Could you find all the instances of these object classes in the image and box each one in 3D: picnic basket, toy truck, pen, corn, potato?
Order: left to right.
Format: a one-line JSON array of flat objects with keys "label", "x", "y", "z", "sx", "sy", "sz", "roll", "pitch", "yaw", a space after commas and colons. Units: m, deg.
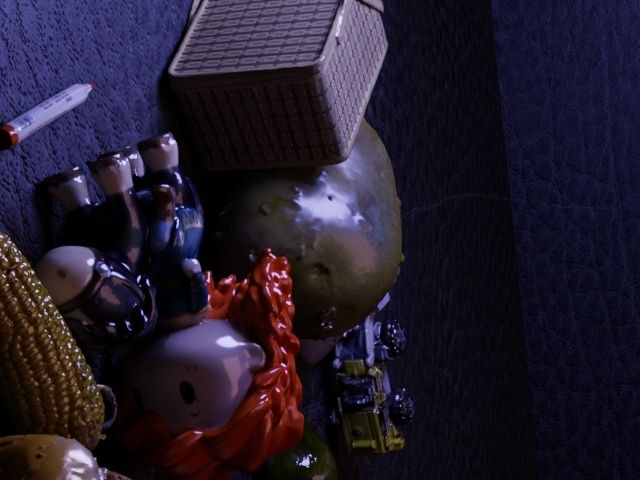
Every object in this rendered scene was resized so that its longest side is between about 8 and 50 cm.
[{"label": "corn", "x": -0.294, "y": 0.105, "z": 1.529, "sx": 0.106, "sy": 0.106, "sz": 0.293, "roll": -71, "pitch": 150, "yaw": -47}, {"label": "pen", "x": -0.299, "y": -0.142, "z": 1.678, "sx": 0.218, "sy": 0.026, "sz": 0.026, "roll": -50, "pitch": 132, "yaw": -63}, {"label": "picnic basket", "x": -0.054, "y": -0.260, "z": 2.077, "sx": 0.313, "sy": 0.228, "sz": 0.175, "roll": -71, "pitch": 151, "yaw": -46}, {"label": "potato", "x": -0.001, "y": -0.030, "z": 2.130, "sx": 0.269, "sy": 0.219, "sz": 0.359, "roll": 40, "pitch": 46, "yaw": -17}, {"label": "toy truck", "x": 0.067, "y": 0.201, "z": 2.425, "sx": 0.111, "sy": 0.136, "sz": 0.286, "roll": -27, "pitch": 109, "yaw": -64}]

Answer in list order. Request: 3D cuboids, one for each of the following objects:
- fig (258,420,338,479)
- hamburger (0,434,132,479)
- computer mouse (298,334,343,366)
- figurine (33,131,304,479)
[{"label": "fig", "x": -0.039, "y": 0.304, "z": 2.185, "sx": 0.117, "sy": 0.117, "sz": 0.177, "roll": 60, "pitch": 10, "yaw": -49}, {"label": "hamburger", "x": -0.273, "y": 0.288, "z": 1.388, "sx": 0.163, "sy": 0.244, "sz": 0.244, "roll": 39, "pitch": 46, "yaw": -34}, {"label": "computer mouse", "x": 0.006, "y": 0.001, "z": 2.339, "sx": 0.199, "sy": 0.115, "sz": 0.389, "roll": 41, "pitch": 48, "yaw": -66}, {"label": "figurine", "x": -0.171, "y": 0.079, "z": 1.726, "sx": 0.412, "sy": 0.241, "sz": 0.306, "roll": 57, "pitch": 24, "yaw": -34}]
